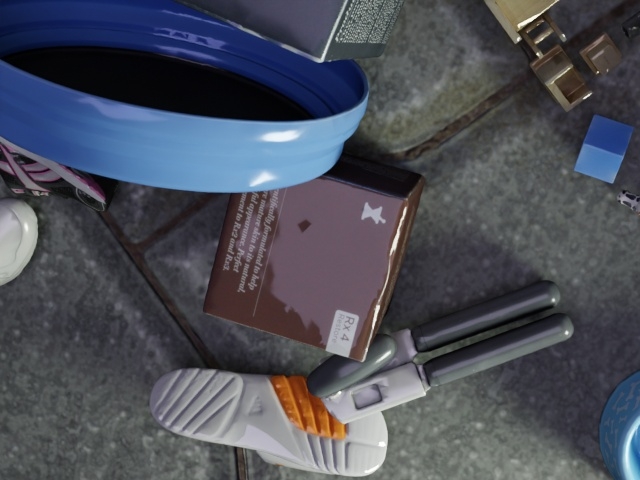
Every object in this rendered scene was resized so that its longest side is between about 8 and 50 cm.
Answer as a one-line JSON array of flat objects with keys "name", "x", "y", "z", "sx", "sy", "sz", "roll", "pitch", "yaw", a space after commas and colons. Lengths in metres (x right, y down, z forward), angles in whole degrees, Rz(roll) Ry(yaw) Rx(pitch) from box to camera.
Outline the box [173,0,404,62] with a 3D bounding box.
[{"name": "box", "x": -0.058, "y": -0.312, "z": 1.050, "sx": 0.293, "sy": 0.395, "sz": 0.212, "roll": 24, "pitch": 102, "yaw": 5}]

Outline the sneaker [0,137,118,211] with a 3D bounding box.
[{"name": "sneaker", "x": -0.309, "y": -0.077, "z": 1.309, "sx": 0.178, "sy": 0.072, "sz": 0.077, "roll": 33, "pitch": 115, "yaw": 11}]

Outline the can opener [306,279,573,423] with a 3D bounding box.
[{"name": "can opener", "x": 0.124, "y": 0.117, "z": 1.231, "sx": 0.283, "sy": 0.095, "sz": 0.076, "roll": -21, "pitch": 79, "yaw": 8}]

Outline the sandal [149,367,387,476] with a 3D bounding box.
[{"name": "sandal", "x": -0.057, "y": 0.196, "z": 1.297, "sx": 0.265, "sy": 0.076, "sz": 0.102, "roll": 13, "pitch": 70, "yaw": -3}]

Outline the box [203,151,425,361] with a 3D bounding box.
[{"name": "box", "x": 0.000, "y": 0.000, "z": 1.191, "sx": 0.167, "sy": 0.203, "sz": 0.169, "roll": 17, "pitch": 101, "yaw": 7}]

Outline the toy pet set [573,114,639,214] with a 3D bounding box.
[{"name": "toy pet set", "x": 0.326, "y": -0.090, "z": 1.187, "sx": 0.114, "sy": 0.065, "sz": 0.122, "roll": 21, "pitch": 102, "yaw": 11}]

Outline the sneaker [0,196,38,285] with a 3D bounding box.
[{"name": "sneaker", "x": -0.418, "y": 0.037, "z": 1.312, "sx": 0.232, "sy": 0.115, "sz": 0.090, "roll": -37, "pitch": 92, "yaw": 13}]

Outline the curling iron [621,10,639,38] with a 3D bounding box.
[{"name": "curling iron", "x": 0.405, "y": -0.284, "z": 1.137, "sx": 0.274, "sy": 0.035, "sz": 0.068, "roll": -38, "pitch": 102, "yaw": 2}]

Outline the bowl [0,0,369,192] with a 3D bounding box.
[{"name": "bowl", "x": -0.149, "y": -0.153, "z": 1.104, "sx": 0.391, "sy": 0.391, "sz": 0.077, "roll": 17, "pitch": 115, "yaw": 6}]

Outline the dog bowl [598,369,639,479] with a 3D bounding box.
[{"name": "dog bowl", "x": 0.445, "y": 0.214, "z": 1.219, "sx": 0.297, "sy": 0.074, "sz": 0.166, "roll": -3, "pitch": 99, "yaw": 11}]

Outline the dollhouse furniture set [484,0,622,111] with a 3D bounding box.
[{"name": "dollhouse furniture set", "x": 0.270, "y": -0.253, "z": 1.178, "sx": 0.182, "sy": 0.101, "sz": 0.161, "roll": -36, "pitch": 117, "yaw": 13}]
